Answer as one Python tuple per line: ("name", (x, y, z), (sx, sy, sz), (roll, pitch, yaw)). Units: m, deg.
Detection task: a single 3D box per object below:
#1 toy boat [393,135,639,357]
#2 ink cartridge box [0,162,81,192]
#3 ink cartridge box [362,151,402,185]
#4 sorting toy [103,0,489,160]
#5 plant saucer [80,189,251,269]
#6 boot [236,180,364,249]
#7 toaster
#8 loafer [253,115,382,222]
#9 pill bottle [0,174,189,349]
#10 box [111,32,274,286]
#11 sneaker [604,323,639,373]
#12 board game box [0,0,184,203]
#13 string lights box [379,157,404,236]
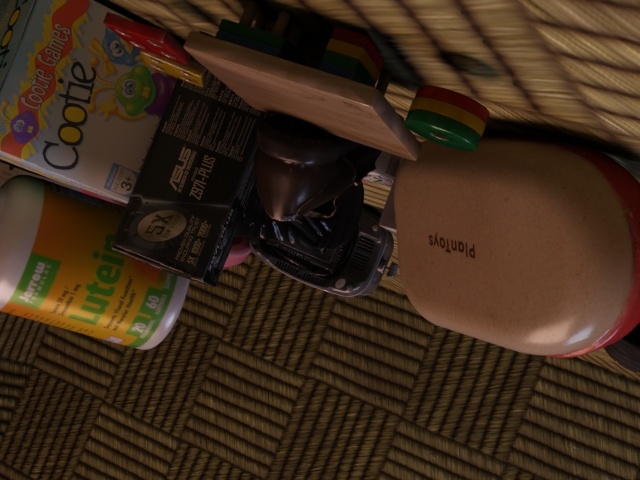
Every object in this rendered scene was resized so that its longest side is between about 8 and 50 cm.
("toy boat", (0.164, -0.005, 0.803), (0.151, 0.151, 0.231), (-10, -168, -25))
("ink cartridge box", (-0.328, -0.112, 1.280), (0.086, 0.203, 0.148), (28, 173, -39))
("ink cartridge box", (0.035, -0.077, 1.059), (0.062, 0.029, 0.115), (23, 175, -28))
("sorting toy", (-0.010, -0.111, 0.732), (0.274, 0.046, 0.132), (20, 176, 20))
("plant saucer", (-0.250, -0.056, 1.568), (0.332, 0.084, 0.332), (33, -164, -11))
("boot", (-0.145, -0.083, 1.213), (0.260, 0.131, 0.348), (18, 175, 41))
("toaster", (0.000, 0.000, 1.575), (0.226, 0.129, 0.146), (22, 178, 16))
("loafer", (-0.007, -0.061, 0.884), (0.080, 0.078, 0.220), (21, -166, 16))
("pill bottle", (-0.264, 0.015, 1.102), (0.245, 0.136, 0.136), (19, 178, -26))
("box", (-0.094, -0.058, 0.910), (0.077, 0.180, 0.147), (21, 176, 0))
("sneaker", (0.424, 0.125, 1.207), (0.286, 0.109, 0.130), (17, 168, 34))
("board game box", (-0.247, -0.133, 0.988), (0.142, 0.144, 0.275), (23, 177, -31))
("string lights box", (0.164, -0.003, 1.026), (0.133, 0.077, 0.259), (18, 175, 25))
